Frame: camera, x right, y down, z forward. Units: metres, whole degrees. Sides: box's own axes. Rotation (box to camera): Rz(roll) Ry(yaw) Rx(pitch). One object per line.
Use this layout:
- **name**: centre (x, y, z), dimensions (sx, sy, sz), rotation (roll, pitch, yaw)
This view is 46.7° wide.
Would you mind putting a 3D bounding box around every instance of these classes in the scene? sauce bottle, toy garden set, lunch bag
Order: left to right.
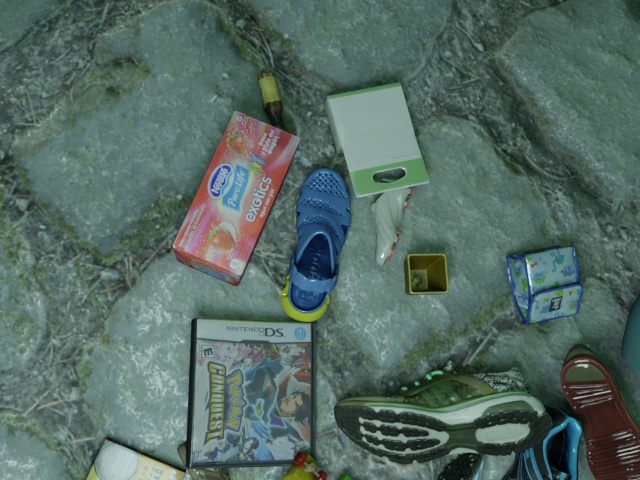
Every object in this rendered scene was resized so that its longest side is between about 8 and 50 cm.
- **sauce bottle**: centre (-0.103, -0.293, 1.576), dimensions (0.042, 0.042, 0.128), rotation (-10, 78, -11)
- **toy garden set**: centre (-0.033, 0.532, 1.384), dimensions (0.204, 0.049, 0.244), rotation (46, 77, -15)
- **lunch bag**: centre (0.474, 0.094, 1.558), dimensions (0.128, 0.096, 0.151), rotation (-10, 93, -13)

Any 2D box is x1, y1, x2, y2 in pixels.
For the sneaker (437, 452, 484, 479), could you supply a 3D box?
- **sneaker**: centre (0.262, 0.524, 1.437), dimensions (0.086, 0.085, 0.237), rotation (38, 69, -26)

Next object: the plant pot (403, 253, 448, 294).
- **plant pot**: centre (0.209, 0.075, 1.520), dimensions (0.081, 0.083, 0.082), rotation (0, 77, -9)

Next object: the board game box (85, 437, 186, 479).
- **board game box**: centre (-0.371, 0.508, 1.353), dimensions (0.165, 0.042, 0.243), rotation (25, 75, -3)

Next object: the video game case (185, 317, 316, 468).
- **video game case**: centre (-0.127, 0.289, 1.413), dimensions (0.248, 0.035, 0.275), rotation (6, 76, -23)

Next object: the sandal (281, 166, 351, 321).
- **sandal**: centre (0.000, 0.000, 1.479), dimensions (0.126, 0.138, 0.317), rotation (7, 75, -5)

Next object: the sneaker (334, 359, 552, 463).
- **sneaker**: centre (0.232, 0.322, 1.463), dimensions (0.410, 0.158, 0.182), rotation (-1, 34, 4)

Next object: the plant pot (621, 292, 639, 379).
- **plant pot**: centre (0.732, 0.214, 1.496), dimensions (0.290, 0.290, 0.195), rotation (43, 110, 2)

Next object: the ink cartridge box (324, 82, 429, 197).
- **ink cartridge box**: centre (0.119, -0.211, 1.585), dimensions (0.171, 0.056, 0.235), rotation (-12, 80, -11)

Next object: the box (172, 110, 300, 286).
- **box**: centre (-0.165, -0.079, 1.463), dimensions (0.142, 0.154, 0.300), rotation (23, 76, -3)

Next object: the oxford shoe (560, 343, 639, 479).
- **oxford shoe**: centre (0.587, 0.368, 1.497), dimensions (0.123, 0.130, 0.348), rotation (-17, 101, 23)

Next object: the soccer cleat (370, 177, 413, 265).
- **soccer cleat**: centre (0.135, -0.040, 1.548), dimensions (0.076, 0.068, 0.196), rotation (18, 68, 0)

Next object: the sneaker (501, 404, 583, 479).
- **sneaker**: centre (0.417, 0.486, 1.431), dimensions (0.125, 0.139, 0.341), rotation (16, 77, -8)

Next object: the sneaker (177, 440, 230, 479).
- **sneaker**: centre (-0.194, 0.452, 1.382), dimensions (0.071, 0.066, 0.188), rotation (-29, 84, -17)
